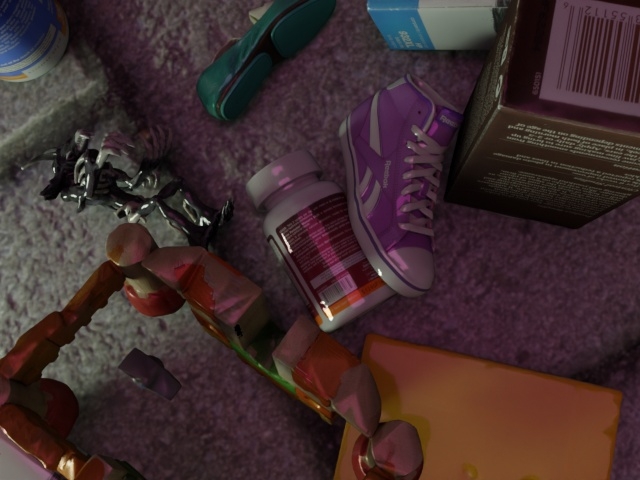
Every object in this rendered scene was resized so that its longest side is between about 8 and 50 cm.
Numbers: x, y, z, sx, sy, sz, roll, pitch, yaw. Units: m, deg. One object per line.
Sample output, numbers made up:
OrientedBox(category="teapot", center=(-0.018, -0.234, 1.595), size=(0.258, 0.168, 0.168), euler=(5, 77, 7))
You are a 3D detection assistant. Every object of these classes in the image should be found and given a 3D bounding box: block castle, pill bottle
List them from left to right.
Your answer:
OrientedBox(category="pill bottle", center=(-0.457, -0.325, 0.859), size=(0.152, 0.272, 0.152), euler=(0, 82, 4))
OrientedBox(category="block castle", center=(-0.129, 0.216, 0.756), size=(0.453, 0.213, 0.303), euler=(34, 72, 15))
OrientedBox(category="pill bottle", center=(0.000, 0.000, 0.857), size=(0.121, 0.121, 0.221), euler=(-31, 81, -1))

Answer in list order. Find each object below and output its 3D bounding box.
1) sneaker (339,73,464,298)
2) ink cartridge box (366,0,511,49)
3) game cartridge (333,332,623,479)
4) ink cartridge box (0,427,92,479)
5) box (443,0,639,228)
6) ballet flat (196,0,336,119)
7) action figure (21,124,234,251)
OrientedBox(category="sneaker", center=(0.114, -0.081, 0.808), size=(0.161, 0.102, 0.282), euler=(-33, 59, 38))
OrientedBox(category="ink cartridge box", center=(0.238, -0.373, 0.850), size=(0.307, 0.129, 0.223), euler=(8, 81, 23))
OrientedBox(category="game cartridge", center=(0.184, 0.289, 0.822), size=(0.323, 0.053, 0.285), euler=(12, 80, 14))
OrientedBox(category="ink cartridge box", center=(-0.343, 0.380, 0.831), size=(0.273, 0.114, 0.197), euler=(33, 86, 7))
OrientedBox(category="box", center=(0.262, -0.123, 0.726), size=(0.191, 0.381, 0.143), euler=(12, 81, 5))
OrientedBox(category="ballet flat", center=(-0.086, -0.280, 0.927), size=(0.087, 0.083, 0.247), euler=(39, 84, 22))
OrientedBox(category="action figure", center=(-0.250, -0.086, 0.872), size=(0.275, 0.164, 0.141), euler=(26, 115, 0))
